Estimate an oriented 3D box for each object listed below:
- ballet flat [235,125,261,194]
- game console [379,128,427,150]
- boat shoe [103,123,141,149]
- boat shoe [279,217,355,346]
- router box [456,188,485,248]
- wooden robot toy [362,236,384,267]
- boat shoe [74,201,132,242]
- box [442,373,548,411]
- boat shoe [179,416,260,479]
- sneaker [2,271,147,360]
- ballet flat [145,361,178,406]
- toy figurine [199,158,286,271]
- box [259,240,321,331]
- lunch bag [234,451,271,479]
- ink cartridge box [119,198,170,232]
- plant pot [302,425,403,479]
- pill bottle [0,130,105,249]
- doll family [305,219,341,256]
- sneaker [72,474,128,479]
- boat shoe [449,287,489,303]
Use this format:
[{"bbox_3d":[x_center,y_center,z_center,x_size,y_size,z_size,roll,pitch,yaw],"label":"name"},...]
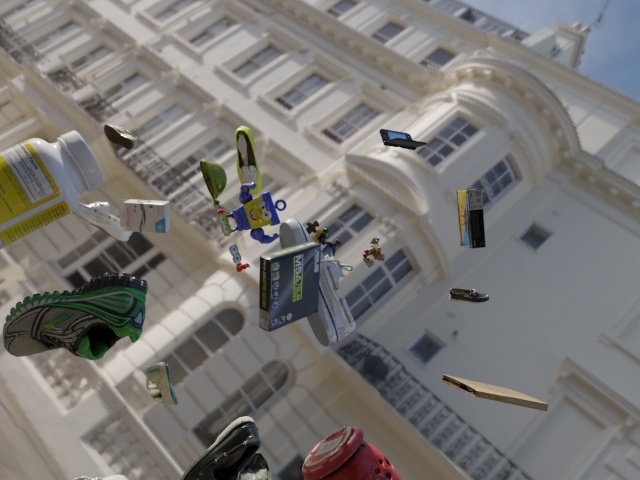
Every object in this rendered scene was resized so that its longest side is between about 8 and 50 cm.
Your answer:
[{"bbox_3d":[-0.245,-0.261,2.117,0.077,0.077,0.231,-76,158,-82],"label":"ballet flat"},{"bbox_3d":[0.267,-0.336,2.080,0.071,0.122,0.107,-57,-143,45],"label":"game console"},{"bbox_3d":[-0.599,-0.314,1.943,0.135,0.045,0.050,33,-56,22],"label":"boat shoe"},{"bbox_3d":[0.013,0.097,1.779,0.136,0.156,0.367,-19,-87,64],"label":"boat shoe"},{"bbox_3d":[0.467,-0.068,1.998,0.133,0.046,0.179,-148,-127,-85],"label":"router box"},{"bbox_3d":[0.224,0.066,2.625,0.079,0.076,0.173,43,-37,24],"label":"wooden robot toy"},{"bbox_3d":[-0.800,-0.099,2.327,0.277,0.096,0.098,36,-5,-30],"label":"boat shoe"},{"bbox_3d":[0.420,0.369,1.558,0.201,0.021,0.164,15,-4,-17],"label":"box"},{"bbox_3d":[-0.293,0.681,1.892,0.113,0.340,0.127,44,1,42],"label":"boat shoe"},{"bbox_3d":[-0.515,0.180,1.320,0.134,0.343,0.146,45,31,-53],"label":"sneaker"},{"bbox_3d":[-0.505,0.460,2.026,0.086,0.086,0.248,40,-32,27],"label":"ballet flat"},{"bbox_3d":[-0.220,-0.106,2.020,0.191,0.217,0.363,176,-105,-84],"label":"toy figurine"},{"bbox_3d":[-0.075,0.112,1.605,0.045,0.184,0.191,18,-68,41],"label":"box"},{"bbox_3d":[-0.293,0.972,2.423,0.235,0.168,0.287,-57,-155,30],"label":"lunch bag"},{"bbox_3d":[-0.615,-0.084,2.218,0.060,0.180,0.104,-77,169,-75],"label":"ink cartridge box"},{"bbox_3d":[0.064,0.536,1.457,0.174,0.191,0.191,53,-22,-3],"label":"plant pot"},{"bbox_3d":[-0.665,-0.110,1.428,0.188,0.333,0.188,45,-25,29],"label":"pill bottle"},{"bbox_3d":[0.000,0.000,2.322,0.076,0.111,0.193,48,-2,34],"label":"doll family"},{"bbox_3d":[-0.576,0.642,1.588,0.111,0.129,0.297,27,12,20],"label":"sneaker"},{"bbox_3d":[0.470,0.172,2.030,0.125,0.046,0.038,3,-68,18],"label":"boat shoe"}]
